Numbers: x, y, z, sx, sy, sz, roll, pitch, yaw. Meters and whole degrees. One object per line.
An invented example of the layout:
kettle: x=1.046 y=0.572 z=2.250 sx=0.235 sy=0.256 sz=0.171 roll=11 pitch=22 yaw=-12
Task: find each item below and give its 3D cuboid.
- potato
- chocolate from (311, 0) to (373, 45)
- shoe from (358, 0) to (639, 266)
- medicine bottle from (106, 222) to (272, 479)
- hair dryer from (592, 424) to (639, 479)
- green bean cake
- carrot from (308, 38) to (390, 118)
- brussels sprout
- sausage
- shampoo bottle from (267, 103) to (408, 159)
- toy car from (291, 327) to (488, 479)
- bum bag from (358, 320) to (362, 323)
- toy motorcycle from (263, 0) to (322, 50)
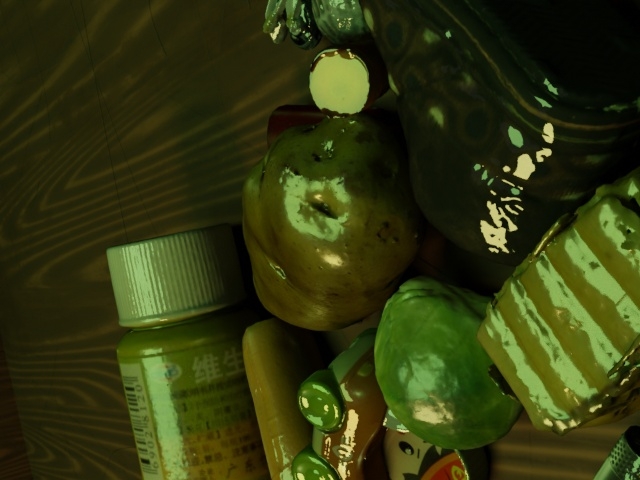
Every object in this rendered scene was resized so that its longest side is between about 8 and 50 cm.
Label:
potato: x=0.000 y=0.000 z=1.142 sx=0.369 sy=0.195 sz=0.176 roll=115 pitch=164 yaw=-61
chocolate: x=0.036 y=-0.329 z=1.090 sx=0.110 sy=0.110 sz=0.248 roll=22 pitch=125 yaw=52
shoe: x=0.144 y=-0.150 z=0.934 sx=0.384 sy=0.171 sz=0.237 roll=56 pitch=150 yaw=37
medicine bottle: x=-0.184 y=0.179 z=1.486 sx=0.224 sy=0.224 sz=0.384 roll=-8 pitch=94 yaw=57
hair dryer: x=0.281 y=0.376 z=0.926 sx=0.320 sy=0.156 sz=0.284 roll=-62 pitch=39 yaw=35
green bean cake: x=0.255 y=0.039 z=0.776 sx=0.131 sy=0.224 sz=0.229 roll=58 pitch=145 yaw=22
carrot: x=0.051 y=-0.179 z=1.055 sx=0.072 sy=0.205 sz=0.072 roll=6 pitch=109 yaw=19
brussels sprout: x=0.134 y=0.130 z=1.062 sx=0.181 sy=0.144 sz=0.161 roll=44 pitch=138 yaw=43
sausage: x=-0.024 y=0.257 z=1.336 sx=0.112 sy=0.112 sz=0.328 roll=-52 pitch=47 yaw=50
shampoo bottle: x=0.031 y=-0.111 z=1.206 sx=0.260 sy=0.064 sz=0.102 roll=12 pitch=114 yaw=55
toy car: x=0.095 y=0.233 z=1.186 sx=0.235 sy=0.145 sz=0.235 roll=18 pitch=123 yaw=30
bum bag: x=0.020 y=0.056 z=1.309 sx=0.124 sy=0.034 sz=0.058 roll=59 pitch=139 yaw=23
toy motorcycle: x=-0.041 y=-0.349 z=1.229 sx=0.152 sy=0.073 sz=0.225 roll=25 pitch=119 yaw=53
